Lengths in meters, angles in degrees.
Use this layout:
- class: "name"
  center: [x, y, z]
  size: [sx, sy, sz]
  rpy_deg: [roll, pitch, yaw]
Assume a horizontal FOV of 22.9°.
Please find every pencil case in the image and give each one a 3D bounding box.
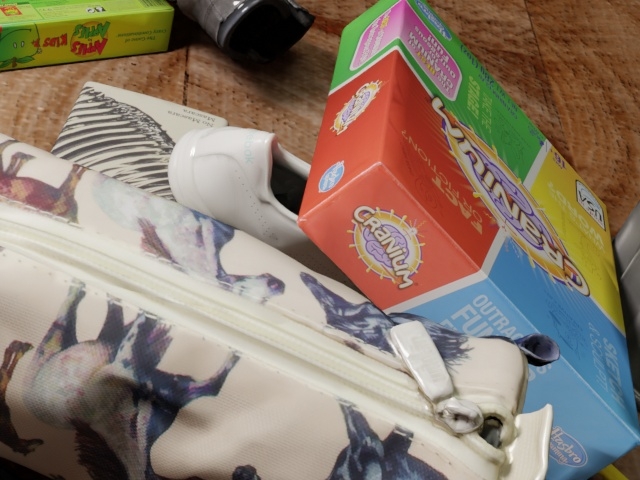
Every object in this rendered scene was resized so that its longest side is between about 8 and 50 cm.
- class: "pencil case"
  center: [-0.090, 0.049, 0.793]
  size: [0.410, 0.183, 0.160]
  rpy_deg: [23, 51, -6]

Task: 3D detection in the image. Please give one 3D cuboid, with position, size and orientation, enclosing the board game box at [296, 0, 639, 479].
- class: "board game box"
  center: [0.102, -0.016, 1.038]
  size: [0.242, 0.064, 0.316]
  rpy_deg: [46, 23, -17]

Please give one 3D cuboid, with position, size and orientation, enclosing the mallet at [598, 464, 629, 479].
- class: "mallet"
  center: [0.165, 0.139, 1.014]
  size: [0.062, 0.039, 0.190]
  rpy_deg: [-15, 41, -41]

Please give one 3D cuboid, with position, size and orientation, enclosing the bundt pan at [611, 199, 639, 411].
- class: "bundt pan"
  center: [0.362, 0.040, 1.147]
  size: [0.331, 0.124, 0.331]
  rpy_deg: [10, 35, -7]

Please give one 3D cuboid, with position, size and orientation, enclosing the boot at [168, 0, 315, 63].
- class: "boot"
  center: [-0.095, -0.245, 1.384]
  size: [0.223, 0.118, 0.338]
  rpy_deg: [44, 20, 2]

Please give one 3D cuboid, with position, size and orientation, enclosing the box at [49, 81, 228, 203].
- class: "box"
  center: [-0.140, 0.011, 1.017]
  size: [0.113, 0.094, 0.275]
  rpy_deg: [15, 34, -3]

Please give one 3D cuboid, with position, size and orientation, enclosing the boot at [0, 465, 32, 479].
- class: "boot"
  center: [-0.158, 0.197, 0.752]
  size: [0.247, 0.094, 0.207]
  rpy_deg: [14, 36, 2]

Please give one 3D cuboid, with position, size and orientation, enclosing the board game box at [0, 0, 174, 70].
- class: "board game box"
  center: [-0.223, -0.188, 1.306]
  size: [0.181, 0.043, 0.092]
  rpy_deg: [-11, 42, -34]

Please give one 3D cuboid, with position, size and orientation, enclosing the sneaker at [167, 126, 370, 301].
- class: "sneaker"
  center: [0.000, 0.000, 1.015]
  size: [0.212, 0.094, 0.080]
  rpy_deg: [40, 55, -38]
